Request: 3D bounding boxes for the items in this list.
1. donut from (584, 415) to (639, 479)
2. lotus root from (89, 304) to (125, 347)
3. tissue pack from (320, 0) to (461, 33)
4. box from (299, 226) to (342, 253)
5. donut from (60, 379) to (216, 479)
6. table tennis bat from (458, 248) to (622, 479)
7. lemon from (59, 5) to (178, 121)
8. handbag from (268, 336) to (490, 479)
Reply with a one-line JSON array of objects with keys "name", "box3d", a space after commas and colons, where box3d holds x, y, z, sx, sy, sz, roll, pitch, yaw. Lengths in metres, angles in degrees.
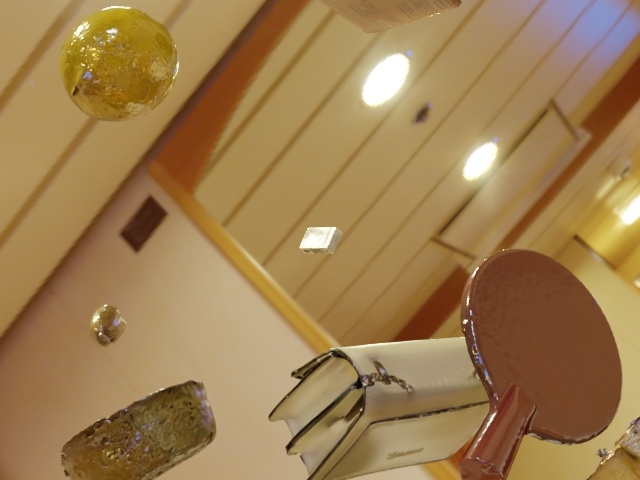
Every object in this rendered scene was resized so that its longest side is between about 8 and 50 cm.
[{"name": "donut", "box3d": [0.444, 0.346, 1.375, 0.181, 0.078, 0.146, -27, -27, -47]}, {"name": "lotus root", "box3d": [-0.424, 0.168, 1.831, 0.063, 0.072, 0.152, -34, 11, 5]}, {"name": "tissue pack", "box3d": [0.092, -0.525, 1.605, 0.239, 0.238, 0.305, -51, -26, 13]}, {"name": "box", "box3d": [0.000, 0.000, 1.916, 0.024, 0.083, 0.054, 45, -121, -36]}, {"name": "donut", "box3d": [-0.271, 0.322, 1.414, 0.272, 0.107, 0.272, -29, -14, -8]}, {"name": "table tennis bat", "box3d": [0.275, 0.163, 1.190, 0.051, 0.268, 0.415, -43, 4, 43]}, {"name": "lemon", "box3d": [-0.311, -0.268, 1.418, 0.206, 0.173, 0.174, -47, -14, -51]}, {"name": "handbag", "box3d": [0.124, 0.258, 1.502, 0.358, 0.160, 0.237, 1, -38, -41]}]
